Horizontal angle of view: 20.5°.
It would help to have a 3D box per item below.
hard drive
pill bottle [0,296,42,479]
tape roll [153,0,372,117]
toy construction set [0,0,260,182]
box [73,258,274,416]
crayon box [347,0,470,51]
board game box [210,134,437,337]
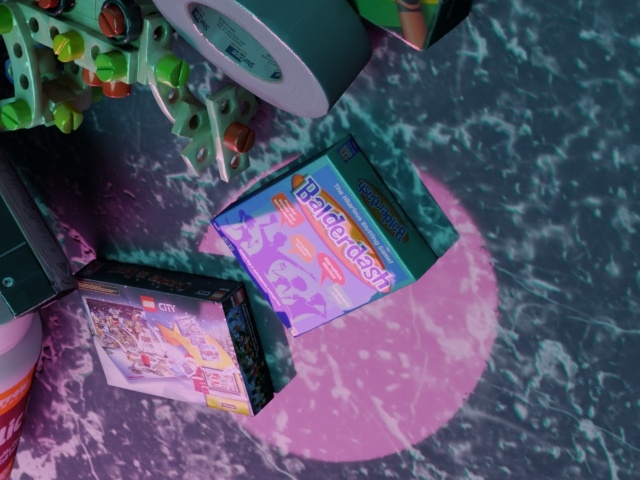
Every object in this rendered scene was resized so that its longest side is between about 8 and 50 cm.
[{"bbox_3d":[-0.384,-0.077,1.970,0.339,0.064,0.237,59,178,0],"label":"hard drive"},{"bbox_3d":[-0.471,0.160,2.229,0.224,0.224,0.392,35,137,14],"label":"pill bottle"},{"bbox_3d":[-0.060,-0.209,1.643,0.219,0.072,0.219,36,168,9],"label":"tape roll"},{"bbox_3d":[-0.218,-0.170,1.818,0.327,0.151,0.215,18,118,24],"label":"toy construction set"},{"bbox_3d":[-0.173,0.112,2.076,0.233,0.044,0.159,9,125,36],"label":"box"},{"bbox_3d":[0.006,-0.333,1.561,0.318,0.081,0.202,34,137,16],"label":"crayon box"},{"bbox_3d":[0.000,0.000,1.844,0.210,0.047,0.160,-29,100,47],"label":"board game box"}]
